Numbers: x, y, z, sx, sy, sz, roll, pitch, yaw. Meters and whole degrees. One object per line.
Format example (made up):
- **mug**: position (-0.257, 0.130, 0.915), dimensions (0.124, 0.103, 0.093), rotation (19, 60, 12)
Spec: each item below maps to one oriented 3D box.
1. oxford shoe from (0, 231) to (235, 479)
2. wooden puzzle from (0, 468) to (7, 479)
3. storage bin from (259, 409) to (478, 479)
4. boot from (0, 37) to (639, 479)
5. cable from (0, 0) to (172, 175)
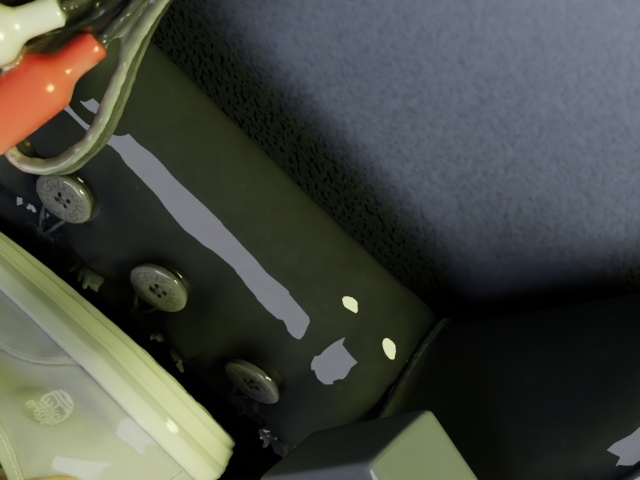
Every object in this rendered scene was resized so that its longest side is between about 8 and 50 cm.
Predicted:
- **oxford shoe**: position (-0.222, 0.080, 0.782), dimensions (0.449, 0.130, 0.169), rotation (27, 162, 51)
- **wooden puzzle**: position (-0.185, 0.232, 0.776), dimensions (0.322, 0.080, 0.348), rotation (36, 170, -30)
- **storage bin**: position (0.027, 0.152, 0.608), dimensions (0.135, 0.098, 0.091), rotation (-24, 98, 50)
- **boot**: position (-0.001, 0.001, 0.679), dimensions (0.445, 0.146, 0.367), rotation (46, 134, 0)
- **cable**: position (-0.099, -0.128, 0.571), dimensions (0.287, 0.072, 0.139), rotation (-27, 103, 9)
